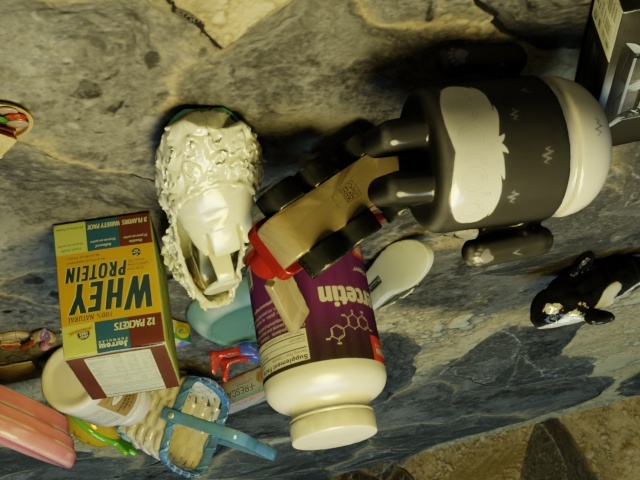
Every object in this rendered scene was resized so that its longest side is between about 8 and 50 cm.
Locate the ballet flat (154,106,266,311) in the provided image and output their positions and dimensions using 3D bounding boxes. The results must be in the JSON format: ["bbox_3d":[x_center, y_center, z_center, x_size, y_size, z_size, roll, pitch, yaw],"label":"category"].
[{"bbox_3d":[-0.135,-0.020,1.312,0.147,0.147,0.409,-7,156,-9],"label":"ballet flat"}]

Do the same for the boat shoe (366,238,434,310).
[{"bbox_3d":[0.128,0.058,1.684,0.070,0.077,0.219,-12,161,-39],"label":"boat shoe"}]

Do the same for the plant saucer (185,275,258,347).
[{"bbox_3d":[-0.081,0.131,1.791,0.318,0.043,0.317,-9,157,-4],"label":"plant saucer"}]

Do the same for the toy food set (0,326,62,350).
[{"bbox_3d":[-0.504,0.176,1.738,0.122,0.019,0.078,-7,156,-8],"label":"toy food set"}]

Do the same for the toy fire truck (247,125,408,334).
[{"bbox_3d":[0.000,0.000,1.307,0.217,0.158,0.246,-36,177,-32],"label":"toy fire truck"}]

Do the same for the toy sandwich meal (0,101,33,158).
[{"bbox_3d":[-0.361,-0.123,1.110,0.086,0.029,0.085,-9,157,-4],"label":"toy sandwich meal"}]

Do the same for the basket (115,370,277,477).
[{"bbox_3d":[-0.249,0.383,2.042,0.289,0.201,0.255,18,164,19],"label":"basket"}]

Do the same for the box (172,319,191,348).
[{"bbox_3d":[-0.323,0.162,1.756,0.105,0.043,0.179,-22,152,26],"label":"box"}]

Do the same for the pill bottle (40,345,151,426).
[{"bbox_3d":[-0.410,0.279,1.871,0.131,0.131,0.229,-16,156,11],"label":"pill bottle"}]

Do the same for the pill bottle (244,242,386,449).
[{"bbox_3d":[-0.006,0.136,1.482,0.182,0.322,0.181,-9,157,-4],"label":"pill bottle"}]

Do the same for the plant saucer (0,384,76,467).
[{"bbox_3d":[-0.584,0.308,1.784,0.332,0.084,0.332,19,161,7],"label":"plant saucer"}]

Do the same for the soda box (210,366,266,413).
[{"bbox_3d":[-0.155,0.325,2.177,0.183,0.058,0.063,-25,153,31],"label":"soda box"}]

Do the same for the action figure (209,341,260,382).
[{"bbox_3d":[-0.052,0.234,1.824,0.280,0.139,0.091,-18,157,10],"label":"action figure"}]

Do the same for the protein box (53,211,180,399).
[{"bbox_3d":[-0.288,0.098,1.427,0.136,0.199,0.201,-9,156,-6],"label":"protein box"}]

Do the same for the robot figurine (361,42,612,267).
[{"bbox_3d":[0.192,-0.099,1.142,0.278,0.173,0.209,-7,128,-13],"label":"robot figurine"}]

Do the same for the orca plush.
[{"bbox_3d":[0.518,0.070,1.842,0.287,0.151,0.102,-14,125,14],"label":"orca plush"}]

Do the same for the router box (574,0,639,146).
[{"bbox_3d":[0.432,-0.228,1.149,0.243,0.081,0.309,-11,156,2],"label":"router box"}]

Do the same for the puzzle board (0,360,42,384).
[{"bbox_3d":[-0.593,0.252,1.881,0.128,0.011,0.096,-9,158,-2],"label":"puzzle board"}]

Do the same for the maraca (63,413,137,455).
[{"bbox_3d":[-0.455,0.384,2.074,0.186,0.127,0.099,40,98,-16],"label":"maraca"}]
